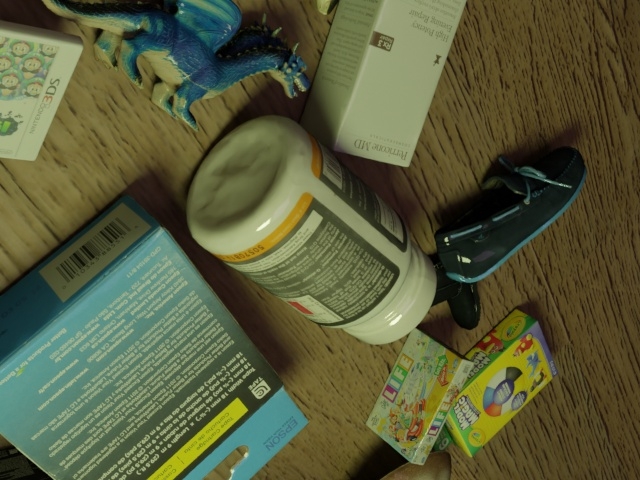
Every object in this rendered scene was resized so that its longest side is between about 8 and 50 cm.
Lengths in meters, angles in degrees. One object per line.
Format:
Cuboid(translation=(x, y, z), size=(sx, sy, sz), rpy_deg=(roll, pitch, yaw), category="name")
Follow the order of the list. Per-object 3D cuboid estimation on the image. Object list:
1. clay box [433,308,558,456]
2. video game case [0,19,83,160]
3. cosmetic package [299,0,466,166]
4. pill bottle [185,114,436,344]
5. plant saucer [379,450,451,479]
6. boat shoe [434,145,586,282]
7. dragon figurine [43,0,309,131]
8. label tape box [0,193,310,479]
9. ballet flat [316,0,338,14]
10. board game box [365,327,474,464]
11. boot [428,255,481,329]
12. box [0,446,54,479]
Cuboid(translation=(0.246, 0.220, 1.342), size=(0.222, 0.053, 0.127), rpy_deg=(-41, 128, -15), category="clay box")
Cuboid(translation=(-0.300, -0.129, 0.772), size=(0.157, 0.019, 0.143), rpy_deg=(4, 138, -36), category="video game case")
Cuboid(translation=(0.072, -0.206, 1.006), size=(0.117, 0.085, 0.231), rpy_deg=(8, 104, -37), category="cosmetic package")
Cuboid(translation=(0.000, 0.000, 0.995), size=(0.278, 0.162, 0.162), rpy_deg=(39, 86, -40), category="pill bottle")
Cuboid(translation=(0.111, 0.371, 1.272), size=(0.199, 0.036, 0.198), rpy_deg=(-26, 149, -17), category="plant saucer")
Cuboid(translation=(0.254, -0.052, 1.185), size=(0.258, 0.109, 0.089), rpy_deg=(-43, 112, -26), category="boat shoe")
Cuboid(translation=(-0.134, -0.203, 0.858), size=(0.289, 0.085, 0.144), rpy_deg=(36, 87, -41), category="dragon figurine")
Cuboid(translation=(-0.191, 0.156, 0.964), size=(0.241, 0.106, 0.333), rpy_deg=(-41, 129, -13), category="label tape box")
Cuboid(translation=(0.015, -0.324, 0.945), size=(0.049, 0.057, 0.173), rpy_deg=(11, 107, 4), category="ballet flat")
Cuboid(translation=(0.131, 0.207, 1.221), size=(0.026, 0.103, 0.154), rpy_deg=(20, 97, -40), category="board game box")
Cuboid(translation=(0.166, 0.075, 1.225), size=(0.099, 0.045, 0.121), rpy_deg=(-17, 112, -32), category="boot")
Cuboid(translation=(-0.346, 0.285, 0.885), size=(0.180, 0.147, 0.077), rpy_deg=(-8, 114, -33), category="box")
